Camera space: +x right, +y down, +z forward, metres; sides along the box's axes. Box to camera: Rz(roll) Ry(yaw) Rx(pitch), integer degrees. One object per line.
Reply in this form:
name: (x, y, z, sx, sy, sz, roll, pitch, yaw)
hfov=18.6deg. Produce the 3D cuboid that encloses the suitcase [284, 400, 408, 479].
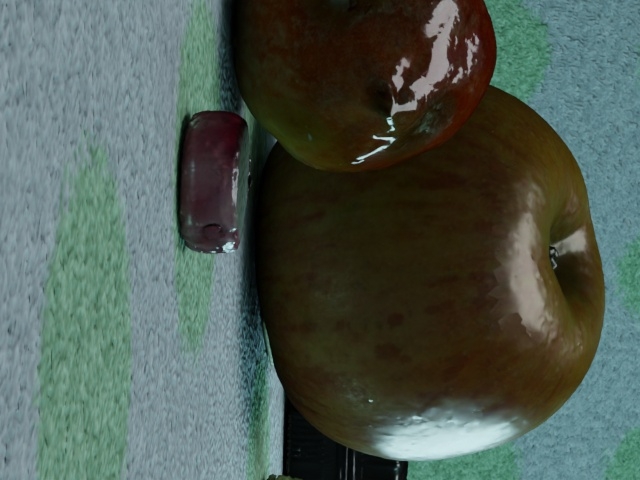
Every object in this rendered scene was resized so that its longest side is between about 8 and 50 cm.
suitcase: (0.041, 0.261, 2.450, 0.335, 0.152, 0.230, -58, 151, -83)

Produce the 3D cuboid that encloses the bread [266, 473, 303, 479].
bread: (-0.010, 0.322, 2.079, 0.156, 0.110, 0.103, 86, 12, -50)

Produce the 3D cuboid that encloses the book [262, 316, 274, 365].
book: (-0.047, 0.031, 2.064, 0.118, 0.012, 0.172, 83, 9, -63)

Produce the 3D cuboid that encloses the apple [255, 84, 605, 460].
apple: (0.114, 0.024, 1.949, 0.400, 0.333, 0.400, -3, 90, -83)

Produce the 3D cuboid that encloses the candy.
candy: (-0.074, -0.041, 1.389, 0.103, 0.043, 0.103, 2, 90, -87)

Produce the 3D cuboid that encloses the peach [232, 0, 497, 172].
peach: (0.036, -0.166, 1.643, 0.257, 0.232, 0.232, -122, -151, -64)
